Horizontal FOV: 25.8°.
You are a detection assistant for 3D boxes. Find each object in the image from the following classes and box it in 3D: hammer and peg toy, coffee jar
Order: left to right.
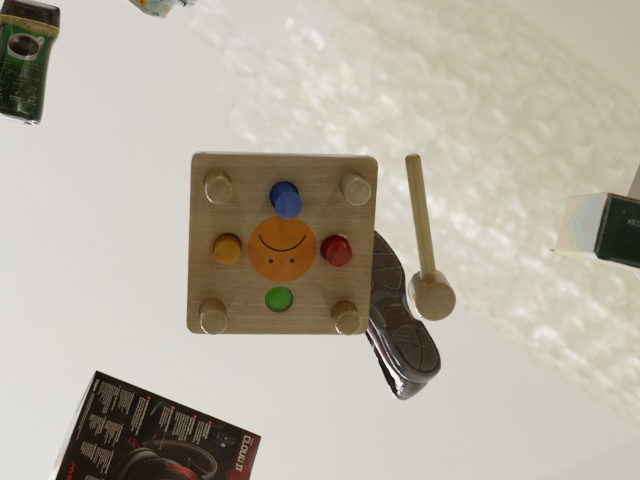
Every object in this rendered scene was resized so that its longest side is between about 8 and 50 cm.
[{"bbox_3d":[-0.448,-0.270,2.091,0.079,0.096,0.184,179,-77,-77],"label":"coffee jar"},{"bbox_3d":[0.000,0.000,1.894,0.127,0.361,0.266,-116,-153,-72],"label":"hammer and peg toy"}]

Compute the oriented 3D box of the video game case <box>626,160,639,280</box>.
[{"bbox_3d":[0.480,-0.070,1.963,0.026,0.206,0.227,18,-100,29],"label":"video game case"}]

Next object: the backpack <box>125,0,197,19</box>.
[{"bbox_3d":[-0.265,-0.439,2.239,0.144,0.166,0.188,-57,163,18],"label":"backpack"}]

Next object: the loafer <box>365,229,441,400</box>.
[{"bbox_3d":[0.089,0.113,2.189,0.095,0.109,0.302,-60,-137,43],"label":"loafer"}]

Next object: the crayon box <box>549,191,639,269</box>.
[{"bbox_3d":[0.406,0.003,1.708,0.318,0.202,0.081,-164,-93,-89],"label":"crayon box"}]

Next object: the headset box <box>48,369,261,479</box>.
[{"bbox_3d":[-0.229,0.346,1.975,0.110,0.293,0.218,127,-18,-52],"label":"headset box"}]
